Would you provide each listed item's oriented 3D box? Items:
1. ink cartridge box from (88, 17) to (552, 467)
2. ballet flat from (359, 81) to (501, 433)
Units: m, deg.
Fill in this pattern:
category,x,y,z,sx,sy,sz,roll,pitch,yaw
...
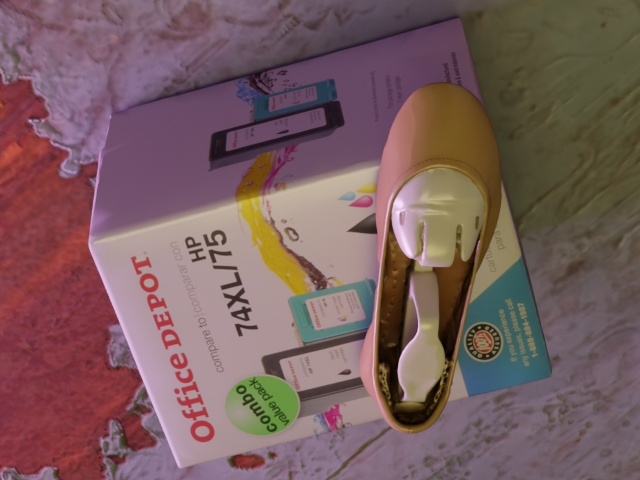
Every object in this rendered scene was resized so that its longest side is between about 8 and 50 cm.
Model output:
category,x,y,z,sx,sy,sz,roll,pitch,yaw
ink cartridge box,0.000,0.000,1.286,0.270,0.197,0.198,-15,119,7
ballet flat,0.071,0.018,1.143,0.080,0.073,0.232,2,118,-4
